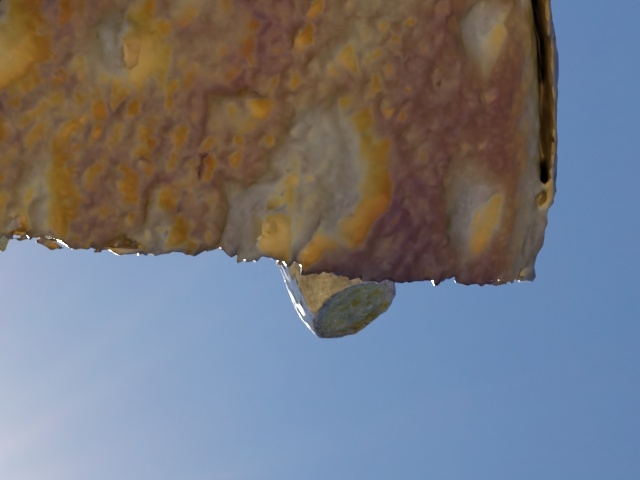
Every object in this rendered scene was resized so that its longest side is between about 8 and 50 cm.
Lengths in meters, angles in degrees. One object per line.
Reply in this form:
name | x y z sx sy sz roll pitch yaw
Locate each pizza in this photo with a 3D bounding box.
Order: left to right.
pizza | -0.073 -0.120 0.869 0.130 0.406 0.440 23 -44 55

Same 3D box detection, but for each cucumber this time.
cucumber | 0.001 0.002 1.180 0.064 0.064 0.112 -37 -122 22
